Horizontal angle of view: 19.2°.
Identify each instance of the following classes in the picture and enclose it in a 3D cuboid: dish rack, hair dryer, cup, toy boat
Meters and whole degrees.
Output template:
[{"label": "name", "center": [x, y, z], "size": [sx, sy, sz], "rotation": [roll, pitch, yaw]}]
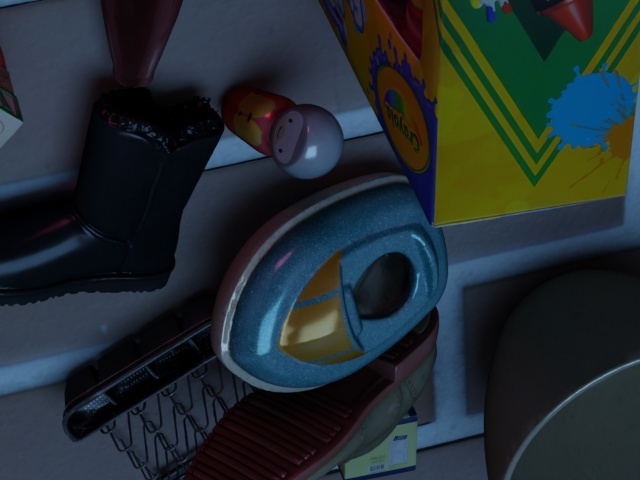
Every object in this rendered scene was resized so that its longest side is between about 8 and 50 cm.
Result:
[{"label": "dish rack", "center": [-0.121, 0.185, 1.953], "size": [0.208, 0.074, 0.271], "rotation": [-31, 130, 7]}, {"label": "hair dryer", "center": [-0.214, -0.247, 1.603], "size": [0.223, 0.080, 0.293], "rotation": [-23, 127, 20]}, {"label": "cup", "center": [0.303, 0.165, 1.978], "size": [0.331, 0.237, 0.331], "rotation": [-10, 129, -13]}, {"label": "toy boat", "center": [0.000, 0.000, 1.775], "size": [0.267, 0.148, 0.318], "rotation": [-35, 125, -21]}]

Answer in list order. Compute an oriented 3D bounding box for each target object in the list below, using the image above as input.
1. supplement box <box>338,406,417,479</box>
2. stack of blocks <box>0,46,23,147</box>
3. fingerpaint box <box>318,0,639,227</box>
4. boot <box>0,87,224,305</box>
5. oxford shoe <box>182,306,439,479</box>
[{"label": "supplement box", "center": [0.058, 0.208, 2.043], "size": [0.083, 0.056, 0.083], "rotation": [-10, 129, -12]}, {"label": "stack of blocks", "center": [-0.387, -0.159, 1.530], "size": [0.087, 0.171, 0.297], "rotation": [-44, 128, 17]}, {"label": "fingerpaint box", "center": [0.093, -0.291, 1.414], "size": [0.163, 0.445, 0.371], "rotation": [-9, 129, -11]}, {"label": "boot", "center": [-0.222, -0.047, 1.720], "size": [0.246, 0.094, 0.207], "rotation": [-1, 131, -27]}, {"label": "oxford shoe", "center": [0.003, 0.198, 1.895], "size": [0.348, 0.123, 0.130], "rotation": [-37, 139, -28]}]
